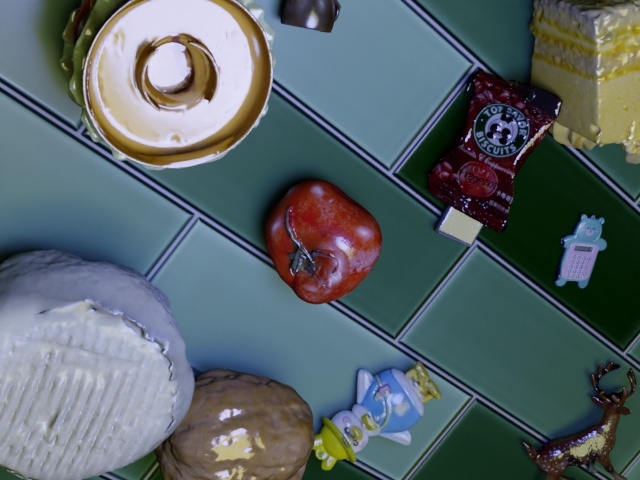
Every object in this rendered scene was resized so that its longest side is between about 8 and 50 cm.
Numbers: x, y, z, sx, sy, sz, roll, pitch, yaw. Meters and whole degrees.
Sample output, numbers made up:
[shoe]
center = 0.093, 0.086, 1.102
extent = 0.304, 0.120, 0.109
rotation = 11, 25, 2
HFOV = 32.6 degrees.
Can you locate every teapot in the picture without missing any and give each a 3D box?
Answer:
[teapot]
center = -0.010, -0.333, 1.545
extent = 0.121, 0.076, 0.068
rotation = -4, 108, -51

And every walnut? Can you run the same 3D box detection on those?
[walnut]
center = -0.128, 0.313, 1.710
extent = 0.257, 0.257, 0.224
rotation = 14, 140, -27

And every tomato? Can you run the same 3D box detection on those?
[tomato]
center = 0.000, 0.000, 1.664
extent = 0.187, 0.151, 0.187
rotation = 11, 123, 18

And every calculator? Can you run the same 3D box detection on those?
[calculator]
center = 0.462, 0.019, 1.936
extent = 0.094, 0.019, 0.141
rotation = 5, 112, -22

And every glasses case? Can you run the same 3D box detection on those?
[glasses case]
center = 0.259, -0.086, 1.787
extent = 0.072, 0.042, 0.190
rotation = 25, 103, -14

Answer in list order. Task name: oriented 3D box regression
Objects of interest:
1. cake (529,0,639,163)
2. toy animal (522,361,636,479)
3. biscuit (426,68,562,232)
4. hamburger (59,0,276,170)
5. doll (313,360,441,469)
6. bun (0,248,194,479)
[cake]
center = 0.461, -0.260, 1.683
extent = 0.222, 0.227, 0.286
rotation = -17, 117, -14
[toy animal]
center = 0.513, 0.378, 2.088
extent = 0.243, 0.087, 0.260
rotation = -27, 124, -11
[biscuit]
center = 0.265, -0.144, 1.712
extent = 0.151, 0.063, 0.235
rotation = 27, 107, 14
[hamburger]
center = -0.200, -0.236, 1.425
extent = 0.274, 0.212, 0.274
rotation = -7, 115, -16
[doll]
center = 0.089, 0.301, 1.868
extent = 0.241, 0.099, 0.135
rotation = -35, 127, -6
[bun]
center = -0.357, 0.169, 1.560
extent = 0.360, 0.211, 0.359
rotation = -4, 114, -9
